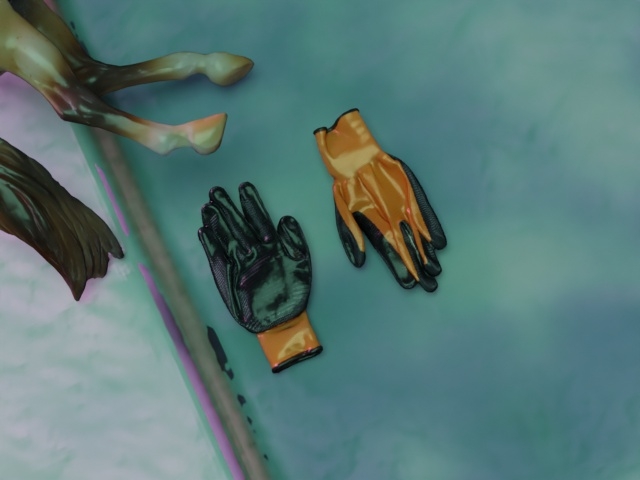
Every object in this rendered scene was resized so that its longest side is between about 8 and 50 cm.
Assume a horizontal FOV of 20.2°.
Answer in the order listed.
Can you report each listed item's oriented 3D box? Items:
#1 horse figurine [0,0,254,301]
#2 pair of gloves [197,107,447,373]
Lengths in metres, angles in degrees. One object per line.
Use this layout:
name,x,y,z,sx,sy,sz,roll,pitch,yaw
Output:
horse figurine,-0.102,-0.117,0.670,0.174,0.066,0.263,11,75,5
pair of gloves,0.000,0.000,0.653,0.083,0.010,0.074,-30,75,2
